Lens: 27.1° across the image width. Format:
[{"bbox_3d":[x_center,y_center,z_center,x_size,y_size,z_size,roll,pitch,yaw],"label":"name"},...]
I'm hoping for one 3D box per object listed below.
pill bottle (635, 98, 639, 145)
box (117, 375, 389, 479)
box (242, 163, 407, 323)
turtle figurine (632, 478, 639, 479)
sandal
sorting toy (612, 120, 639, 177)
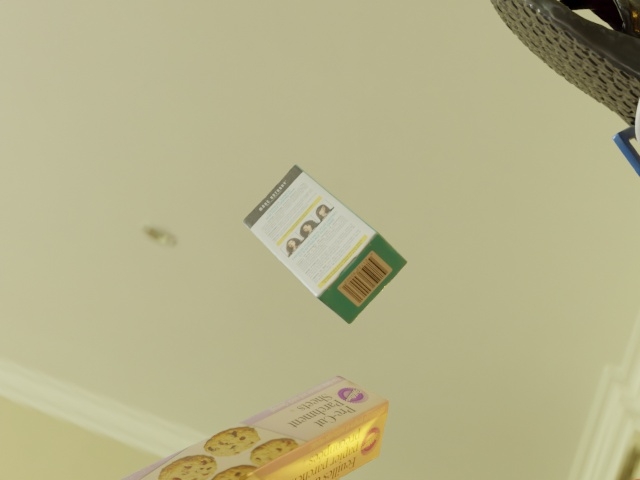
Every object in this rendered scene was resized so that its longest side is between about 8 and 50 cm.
[{"bbox_3d":[0.387,-0.078,1.094,0.229,0.131,0.131,37,-17,36],"label":"pill bottle"},{"bbox_3d":[-0.067,0.198,1.112,0.067,0.324,0.063,25,-61,34],"label":"box"},{"bbox_3d":[0.000,0.000,1.561,0.060,0.100,0.244,43,0,-32],"label":"box"},{"bbox_3d":[0.357,0.137,0.954,0.217,0.087,0.269,-6,-50,-23],"label":"turtle figurine"},{"bbox_3d":[0.378,-0.195,1.476,0.446,0.107,0.167,36,-8,32],"label":"sandal"},{"bbox_3d":[0.452,-0.138,1.685,0.196,0.347,0.047,46,-49,-2],"label":"sorting toy"}]
